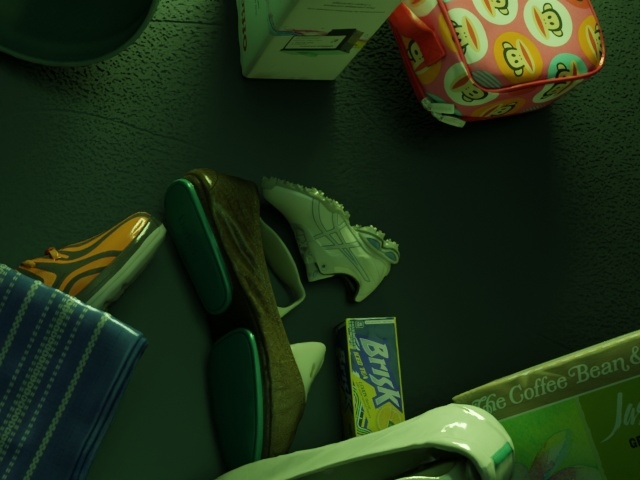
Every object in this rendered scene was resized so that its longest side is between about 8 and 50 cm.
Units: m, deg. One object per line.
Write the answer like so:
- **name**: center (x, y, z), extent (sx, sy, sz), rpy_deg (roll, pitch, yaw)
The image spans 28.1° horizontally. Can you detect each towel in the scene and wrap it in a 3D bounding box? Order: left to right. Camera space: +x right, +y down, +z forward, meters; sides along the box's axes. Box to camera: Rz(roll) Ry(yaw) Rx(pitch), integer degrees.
- **towel**: center (-0.354, 0.127, 1.172), extent (0.336, 0.040, 0.243), rpy_deg (25, 84, 4)

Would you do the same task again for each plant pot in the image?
- **plant pot**: center (-0.261, -0.354, 1.307), extent (0.293, 0.293, 0.196), rpy_deg (31, 45, -5)

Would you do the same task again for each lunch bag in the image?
- **lunch bag**: center (0.165, -0.280, 1.429), extent (0.258, 0.120, 0.293), rpy_deg (-13, 79, -34)

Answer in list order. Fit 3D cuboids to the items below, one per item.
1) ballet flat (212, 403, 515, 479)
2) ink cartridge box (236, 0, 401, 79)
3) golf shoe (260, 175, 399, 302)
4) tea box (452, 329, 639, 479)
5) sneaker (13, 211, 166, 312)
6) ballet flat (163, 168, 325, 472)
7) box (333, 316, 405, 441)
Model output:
- **ballet flat**: center (-0.009, 0.263, 1.191), extent (0.400, 0.139, 0.139), rpy_deg (-24, 83, 10)
- **ink cartridge box**: center (-0.003, -0.308, 1.342), extent (0.117, 0.278, 0.201), rpy_deg (0, 76, -17)
- **golf shoe**: center (0.000, 0.000, 1.367), extent (0.176, 0.069, 0.086), rpy_deg (34, 81, -17)
- **tea box**: center (0.356, 0.244, 1.244), extent (0.220, 0.329, 0.324), rpy_deg (0, 69, -60)
- **sneaker**: center (-0.313, 0.040, 1.257), extent (0.321, 0.124, 0.180), rpy_deg (-42, 90, -19)
- **ballet flat**: center (-0.065, 0.085, 1.331), extent (0.124, 0.116, 0.342), rpy_deg (-7, 74, -35)
- **box**: center (0.054, 0.168, 1.356), extent (0.059, 0.054, 0.169), rpy_deg (-1, 76, -15)
